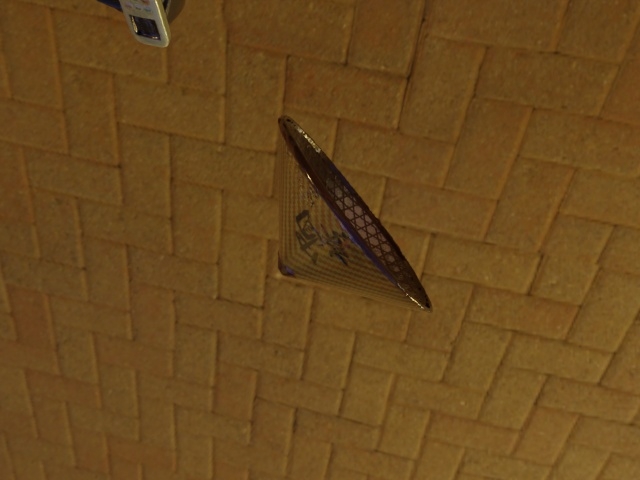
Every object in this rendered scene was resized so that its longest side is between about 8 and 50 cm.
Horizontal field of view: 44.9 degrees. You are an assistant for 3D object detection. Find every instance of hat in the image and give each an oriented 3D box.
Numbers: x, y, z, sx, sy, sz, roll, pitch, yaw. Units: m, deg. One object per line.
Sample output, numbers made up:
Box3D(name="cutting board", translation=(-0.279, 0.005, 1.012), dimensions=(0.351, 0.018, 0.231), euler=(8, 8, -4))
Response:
Box3D(name="hat", translation=(0.000, 0.000, 0.610), dimensions=(0.082, 0.193, 0.193), euler=(-36, 116, 8))

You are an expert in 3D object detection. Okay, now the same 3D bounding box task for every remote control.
Box3D(name="remote control", translation=(-0.352, -0.489, 1.474), dimensions=(0.090, 0.038, 0.309), euler=(14, 151, 10))

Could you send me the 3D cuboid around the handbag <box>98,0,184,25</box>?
Box3D(name="handbag", translation=(-0.374, -0.617, 1.546), dimensions=(0.275, 0.177, 0.301), euler=(28, 136, -1))
